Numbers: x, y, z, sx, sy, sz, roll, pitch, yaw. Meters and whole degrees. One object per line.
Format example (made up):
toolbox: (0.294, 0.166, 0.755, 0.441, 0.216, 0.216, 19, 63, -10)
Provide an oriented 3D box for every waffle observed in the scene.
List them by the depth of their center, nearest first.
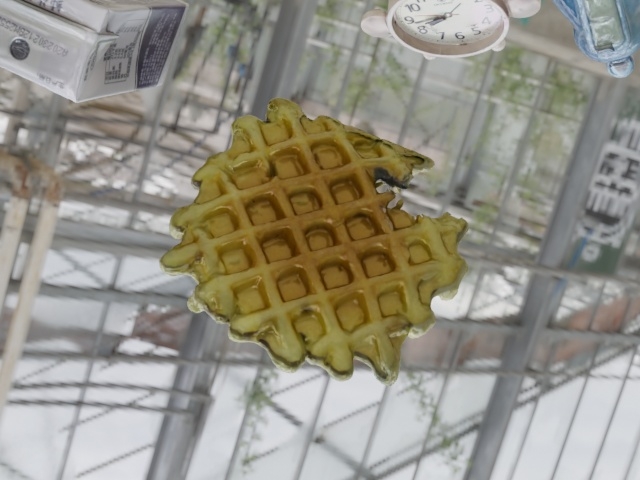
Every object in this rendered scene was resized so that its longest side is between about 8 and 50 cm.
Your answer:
waffle: (0.000, -0.001, 0.999, 0.261, 0.250, 0.056, 24, 154, 3)

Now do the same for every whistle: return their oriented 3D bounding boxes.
whistle: (0.229, -0.269, 0.970, 0.180, 0.269, 0.093, -10, -165, 24)

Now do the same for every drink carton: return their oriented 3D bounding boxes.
drink carton: (-0.239, -0.212, 1.110, 0.134, 0.101, 0.222, 27, -162, 7)

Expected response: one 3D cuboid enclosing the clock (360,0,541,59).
clock: (0.161, -0.292, 1.398, 0.229, 0.063, 0.155, -3, 157, 25)
